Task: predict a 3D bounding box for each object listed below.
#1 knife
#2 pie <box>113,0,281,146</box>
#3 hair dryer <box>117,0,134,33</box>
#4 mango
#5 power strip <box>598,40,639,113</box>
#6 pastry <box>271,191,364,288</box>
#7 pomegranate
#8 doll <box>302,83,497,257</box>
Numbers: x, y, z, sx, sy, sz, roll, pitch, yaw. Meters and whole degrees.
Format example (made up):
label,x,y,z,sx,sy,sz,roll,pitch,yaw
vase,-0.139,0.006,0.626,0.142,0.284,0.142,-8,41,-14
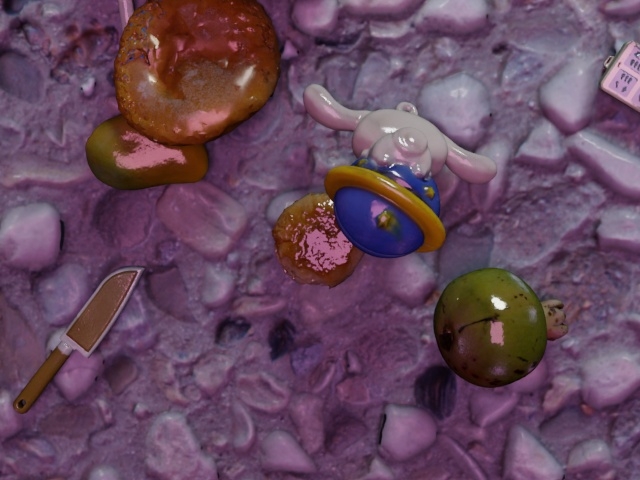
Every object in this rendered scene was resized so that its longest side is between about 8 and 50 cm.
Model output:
label,x,y,z,sx,sy,sz,roll,pitch,yaw
knife,-0.407,0.170,1.430,0.061,0.027,0.343,39,100,3
pie,-0.189,-0.266,1.270,0.273,0.069,0.273,0,79,1
hair dryer,-0.293,-0.365,1.306,0.082,0.047,0.137,-2,106,7
mango,-0.273,-0.142,1.329,0.191,0.085,0.122,-7,88,-1
power strip,0.502,-0.215,1.240,0.192,0.035,0.081,32,103,1
pastry,-0.001,-0.002,1.319,0.153,0.081,0.153,1,100,6
pomegranate,0.268,0.119,1.277,0.179,0.210,0.179,26,132,32
doll,0.084,-0.113,1.222,0.311,0.159,0.243,34,80,4
